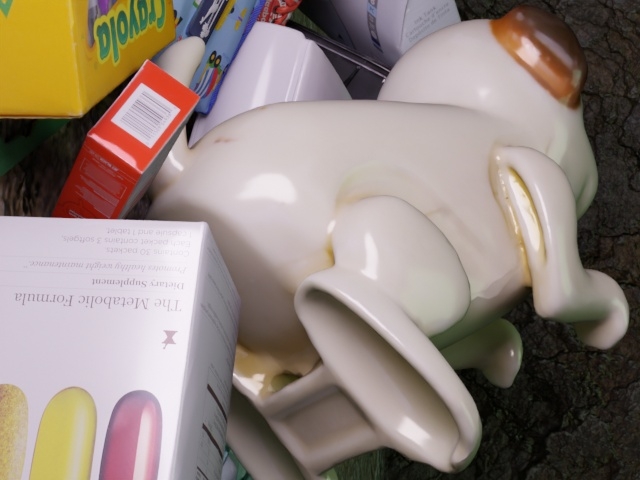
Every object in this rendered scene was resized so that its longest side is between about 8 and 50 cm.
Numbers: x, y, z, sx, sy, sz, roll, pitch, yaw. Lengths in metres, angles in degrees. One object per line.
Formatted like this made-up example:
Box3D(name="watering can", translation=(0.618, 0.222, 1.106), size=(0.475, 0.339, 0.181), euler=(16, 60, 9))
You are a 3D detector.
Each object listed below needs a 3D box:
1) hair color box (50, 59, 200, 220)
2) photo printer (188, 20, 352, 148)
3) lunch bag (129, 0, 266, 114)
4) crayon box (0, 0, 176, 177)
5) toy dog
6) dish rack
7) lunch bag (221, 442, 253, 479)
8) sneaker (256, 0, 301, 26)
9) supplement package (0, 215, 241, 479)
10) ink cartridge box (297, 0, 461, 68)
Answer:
Box3D(name="hair color box", translation=(-0.130, -0.049, 0.803), size=(0.072, 0.043, 0.141), euler=(-58, -175, -31))
Box3D(name="photo printer", translation=(-0.058, -0.020, 1.181), size=(0.256, 0.107, 0.308), euler=(49, 54, -70))
Box3D(name="lunch bag", translation=(-0.112, -0.243, 0.991), size=(0.221, 0.138, 0.293), euler=(30, 75, -79))
Box3D(name="crayon box", translation=(-0.158, -0.205, 0.739), size=(0.203, 0.083, 0.323), euler=(-68, 158, -66))
Box3D(name="toy dog", translation=(0.067, -0.027, 1.020), size=(0.408, 0.395, 0.284), euler=(-38, 172, -37))
Box3D(name="dish rack", translation=(0.004, -0.119, 1.450), size=(0.074, 0.208, 0.271), euler=(-46, 151, -25))
Box3D(name="lunch bag", translation=(-0.106, 0.254, 1.050), size=(0.279, 0.107, 0.224), euler=(-69, 158, -66))
Box3D(name="sneaker", translation=(-0.048, -0.243, 1.242), size=(0.090, 0.145, 0.270), euler=(-61, 151, -72))
Box3D(name="supplement package", translation=(-0.134, 0.124, 0.745), size=(0.134, 0.139, 0.244), euler=(75, 17, -65))
Box3D(name="ink cartridge box", translation=(0.011, -0.334, 1.323), size=(0.308, 0.091, 0.385), euler=(48, -5, 35))
